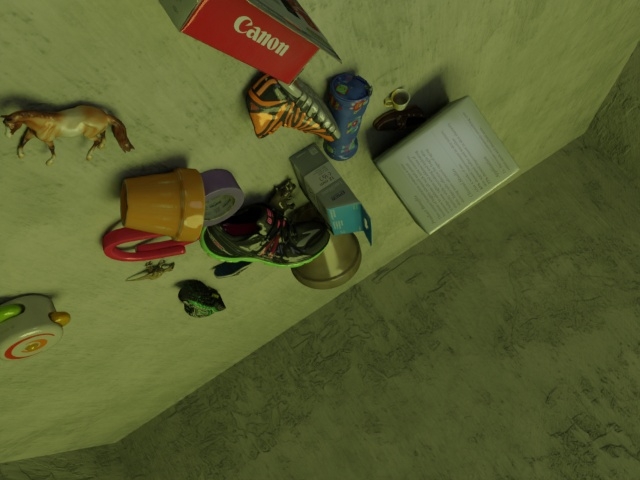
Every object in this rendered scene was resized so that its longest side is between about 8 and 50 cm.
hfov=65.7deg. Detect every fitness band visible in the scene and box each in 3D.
[{"bbox_3d":[-0.517,0.000,1.532,0.291,0.054,0.209,-11,162,-7],"label":"fitness band"}]

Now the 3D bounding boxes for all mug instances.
[{"bbox_3d":[0.266,-0.481,1.702,0.064,0.078,0.062,62,53,-78],"label":"mug"}]

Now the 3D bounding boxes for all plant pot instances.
[{"bbox_3d":[-0.435,-0.099,1.345,0.188,0.205,0.205,0,144,-31],"label":"plant pot"},{"bbox_3d":[0.000,0.000,2.082,0.323,0.323,0.280,-29,143,-10],"label":"plant pot"}]

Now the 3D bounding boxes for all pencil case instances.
[{"bbox_3d":[0.080,-0.382,1.543,0.133,0.119,0.306,-39,163,-22],"label":"pencil case"}]

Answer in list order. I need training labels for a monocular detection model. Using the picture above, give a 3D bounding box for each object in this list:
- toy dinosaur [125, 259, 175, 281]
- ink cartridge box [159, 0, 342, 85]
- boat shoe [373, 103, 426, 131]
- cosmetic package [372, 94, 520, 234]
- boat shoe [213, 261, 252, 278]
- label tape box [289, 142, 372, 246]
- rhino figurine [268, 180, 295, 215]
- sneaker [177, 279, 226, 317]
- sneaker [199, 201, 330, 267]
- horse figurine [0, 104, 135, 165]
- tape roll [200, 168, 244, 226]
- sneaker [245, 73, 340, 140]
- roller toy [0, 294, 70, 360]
[{"bbox_3d":[-0.596,0.118,1.770,0.183,0.053,0.092,-20,157,-32],"label":"toy dinosaur"},{"bbox_3d":[-0.139,-0.418,0.918,0.130,0.272,0.309,-43,157,24],"label":"ink cartridge box"},{"bbox_3d":[0.292,-0.436,1.801,0.207,0.073,0.073,-24,159,-19],"label":"boat shoe"},{"bbox_3d":[0.449,-0.284,1.865,0.394,0.329,0.327,-36,-173,9],"label":"cosmetic package"},{"bbox_3d":[-0.368,0.123,2.098,0.183,0.066,0.066,-21,158,-30],"label":"boat shoe"},{"bbox_3d":[0.043,-0.131,1.723,0.115,0.347,0.249,-31,159,-5],"label":"label tape box"},{"bbox_3d":[-0.149,-0.134,1.831,0.106,0.073,0.243,-16,152,-34],"label":"rhino figurine"},{"bbox_3d":[-0.523,0.274,2.115,0.146,0.134,0.343,-32,160,-2],"label":"sneaker"},{"bbox_3d":[-0.176,-0.024,1.752,0.483,0.185,0.202,-2,141,-24],"label":"sneaker"},{"bbox_3d":[-0.533,-0.231,1.060,0.263,0.066,0.174,-15,159,-36],"label":"horse figurine"},{"bbox_3d":[-0.339,-0.131,1.548,0.189,0.080,0.189,-29,160,-12],"label":"tape roll"},{"bbox_3d":[-0.087,-0.344,1.381,0.180,0.124,0.321,-34,142,20],"label":"sneaker"},{"bbox_3d":[-0.907,0.275,1.531,0.191,0.146,0.209,-43,158,27],"label":"roller toy"}]
